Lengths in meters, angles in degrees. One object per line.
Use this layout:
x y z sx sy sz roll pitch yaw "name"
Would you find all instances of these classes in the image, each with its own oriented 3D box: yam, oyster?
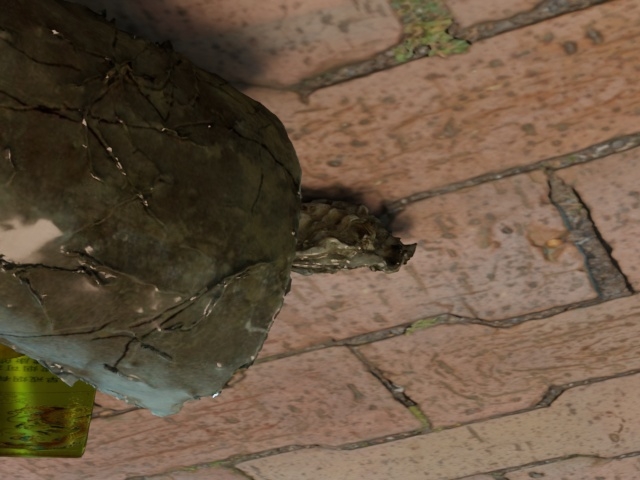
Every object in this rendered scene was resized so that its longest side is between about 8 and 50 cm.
-0.180 -0.035 0.971 0.241 0.241 0.348 -24 143 33 "yam"
0.000 0.000 1.245 0.125 0.064 0.177 -9 167 41 "oyster"

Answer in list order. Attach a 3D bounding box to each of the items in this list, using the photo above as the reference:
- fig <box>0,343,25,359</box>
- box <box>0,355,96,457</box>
-0.264 0.034 1.187 0.153 0.121 0.136 -24 114 12 "fig"
-0.320 0.153 1.501 0.173 0.043 0.311 2 151 -12 "box"
